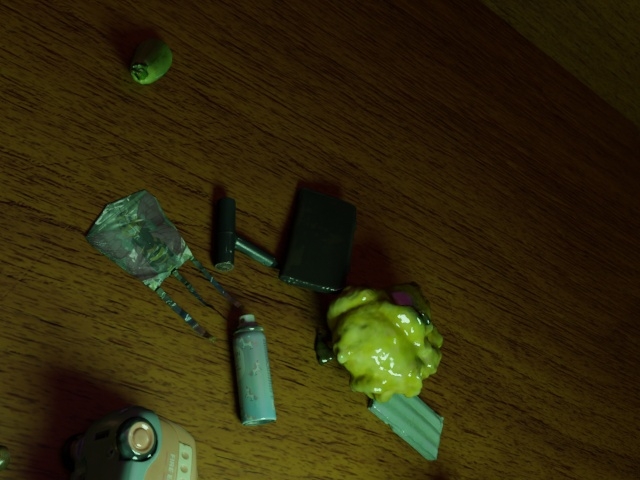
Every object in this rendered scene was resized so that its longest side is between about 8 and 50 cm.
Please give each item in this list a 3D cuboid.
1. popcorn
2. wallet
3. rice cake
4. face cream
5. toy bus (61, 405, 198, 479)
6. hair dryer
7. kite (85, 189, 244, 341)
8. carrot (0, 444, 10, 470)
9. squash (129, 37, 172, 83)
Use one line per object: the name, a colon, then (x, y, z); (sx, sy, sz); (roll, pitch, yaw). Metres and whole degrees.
popcorn: (0.156, 0.215, 1.739); (0.297, 0.281, 0.316); (46, 49, -14)
wallet: (0.000, 0.000, 1.829); (0.165, 0.042, 0.310); (18, 46, -8)
rice cake: (0.216, 0.435, 1.839); (0.237, 0.043, 0.127); (40, 47, -18)
face cream: (-0.144, 0.272, 1.579); (0.075, 0.075, 0.230); (9, 62, -39)
toy bus: (-0.316, 0.437, 1.270); (0.232, 0.194, 0.288); (32, 48, -42)
hair dryer: (-0.161, 0.005, 1.731); (0.194, 0.050, 0.173); (21, 57, -38)
kite: (-0.323, 0.057, 1.572); (0.360, 0.022, 0.204); (48, 44, -6)
carrot: (-0.585, 0.360, 1.160); (0.191, 0.047, 0.047); (-5, 72, -39)
squash: (-0.404, -0.398, 1.704); (0.090, 0.075, 0.200); (62, 18, -24)
